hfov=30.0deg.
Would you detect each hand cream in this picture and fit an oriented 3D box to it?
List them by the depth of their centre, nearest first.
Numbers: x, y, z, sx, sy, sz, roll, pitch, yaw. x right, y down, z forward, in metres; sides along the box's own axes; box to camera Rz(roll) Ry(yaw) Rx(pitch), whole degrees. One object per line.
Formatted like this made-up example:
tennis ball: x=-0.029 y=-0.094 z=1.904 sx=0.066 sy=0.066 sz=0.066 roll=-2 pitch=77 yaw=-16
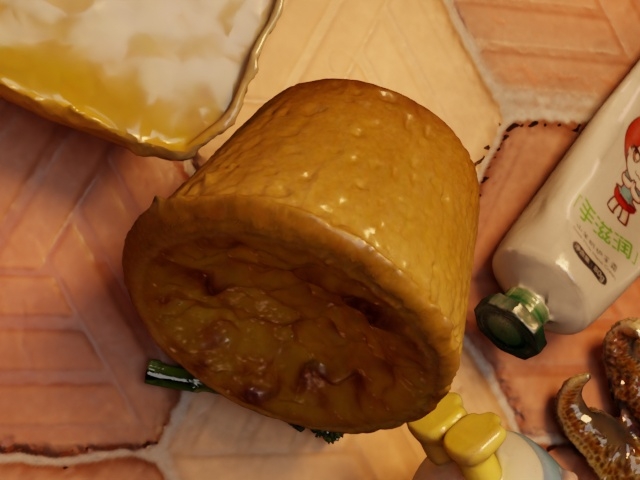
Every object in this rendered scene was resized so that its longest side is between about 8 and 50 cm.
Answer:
hand cream: x=0.227 y=-0.049 z=0.852 sx=0.336 sy=0.076 sz=0.121 roll=-46 pitch=102 yaw=-24

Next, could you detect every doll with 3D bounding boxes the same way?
doll: x=0.136 y=0.192 z=0.753 sx=0.241 sy=0.135 sz=0.099 roll=43 pitch=47 yaw=-31

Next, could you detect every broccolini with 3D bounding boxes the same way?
broccolini: x=-0.044 y=0.101 z=0.758 sx=0.140 sy=0.030 sz=0.035 roll=12 pitch=117 yaw=-14

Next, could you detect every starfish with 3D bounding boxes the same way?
starfish: x=0.264 y=0.166 z=0.841 sx=0.238 sy=0.071 sz=0.216 roll=35 pitch=80 yaw=-3

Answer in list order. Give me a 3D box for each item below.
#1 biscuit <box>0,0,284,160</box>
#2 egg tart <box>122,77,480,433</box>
biscuit: x=-0.153 y=-0.294 z=0.694 sx=0.446 sy=0.104 sz=0.429 roll=21 pitch=85 yaw=-9
egg tart: x=0.000 y=0.000 z=0.693 sx=0.202 sy=0.202 sz=0.147 roll=34 pitch=53 yaw=-14
